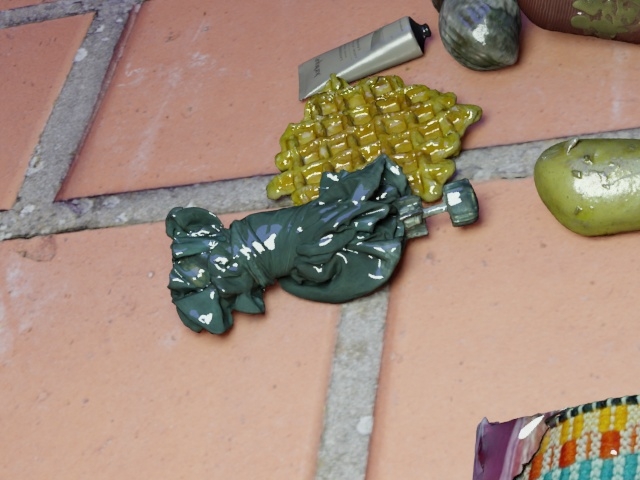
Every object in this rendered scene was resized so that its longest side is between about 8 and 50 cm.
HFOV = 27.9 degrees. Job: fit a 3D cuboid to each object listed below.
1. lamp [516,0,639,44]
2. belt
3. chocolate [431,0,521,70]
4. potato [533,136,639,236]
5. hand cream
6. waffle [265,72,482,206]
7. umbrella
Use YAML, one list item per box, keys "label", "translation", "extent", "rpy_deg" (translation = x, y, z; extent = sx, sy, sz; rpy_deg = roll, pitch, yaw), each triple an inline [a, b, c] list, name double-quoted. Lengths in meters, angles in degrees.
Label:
- label: "lamp"
  translation: [0.328, -0.326, 1.508]
  extent: [0.258, 0.180, 0.180]
  rpy_deg: [11, 48, 6]
- label: "belt"
  translation: [0.276, 0.210, 0.980]
  extent: [0.295, 0.207, 0.160]
  rpy_deg: [-12, 44, 35]
- label: "chocolate"
  translation: [0.191, -0.299, 1.624]
  extent: [0.110, 0.110, 0.248]
  rpy_deg: [-18, 36, 6]
- label: "potato"
  translation: [0.315, -0.059, 1.331]
  extent: [0.188, 0.085, 0.105]
  rpy_deg: [-6, 83, 20]
- label: "hand cream"
  translation: [0.055, -0.238, 1.667]
  extent: [0.186, 0.054, 0.087]
  rpy_deg: [-20, 37, 14]
- label: "waffle"
  translation: [0.057, -0.105, 1.517]
  extent: [0.243, 0.058, 0.238]
  rpy_deg: [20, 57, 37]
- label: "umbrella"
  translation: [-0.001, -0.002, 1.390]
  extent: [0.349, 0.143, 0.094]
  rpy_deg: [-13, 8, 5]
